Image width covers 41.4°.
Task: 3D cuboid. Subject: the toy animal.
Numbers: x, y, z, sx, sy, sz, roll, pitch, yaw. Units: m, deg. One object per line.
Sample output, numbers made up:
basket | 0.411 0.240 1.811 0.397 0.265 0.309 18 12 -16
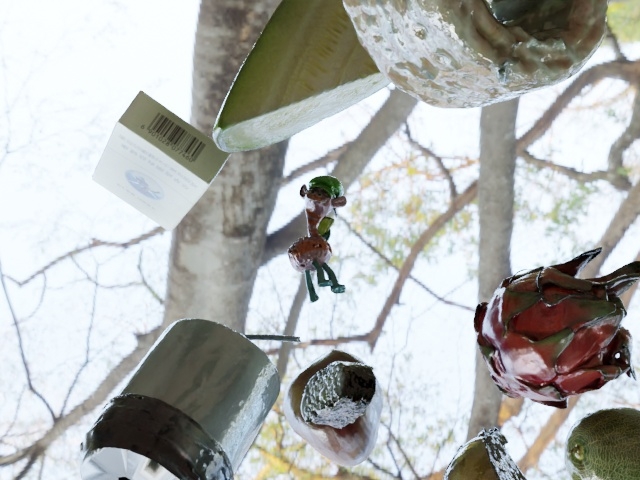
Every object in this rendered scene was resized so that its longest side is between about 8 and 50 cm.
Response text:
toy animal | 0.000 0.000 1.388 0.100 0.103 0.208 -9 -119 12

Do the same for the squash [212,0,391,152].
squash | -0.008 -0.169 1.037 0.203 0.111 0.288 29 -124 -14

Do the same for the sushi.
sushi | 0.032 0.251 1.392 0.078 0.150 0.090 18 -130 -21

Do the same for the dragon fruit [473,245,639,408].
dragon fruit | 0.326 0.122 1.161 0.193 0.274 0.192 0 -118 -35

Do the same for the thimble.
thimble | 0.134 -0.231 0.739 0.196 0.229 0.148 -33 -167 -26

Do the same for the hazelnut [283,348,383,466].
hazelnut | 0.024 0.311 1.569 0.186 0.210 0.210 8 -140 -4

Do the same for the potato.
potato | 0.202 0.318 0.866 0.098 0.138 0.243 -42 -118 13

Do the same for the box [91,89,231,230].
box | -0.258 -0.117 1.344 0.164 0.256 0.069 35 -116 -11

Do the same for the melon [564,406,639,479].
melon | 0.411 0.296 1.151 0.192 0.139 0.139 14 -144 -20

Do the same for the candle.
candle | -0.192 0.252 1.274 0.221 0.221 0.342 14 -139 16
